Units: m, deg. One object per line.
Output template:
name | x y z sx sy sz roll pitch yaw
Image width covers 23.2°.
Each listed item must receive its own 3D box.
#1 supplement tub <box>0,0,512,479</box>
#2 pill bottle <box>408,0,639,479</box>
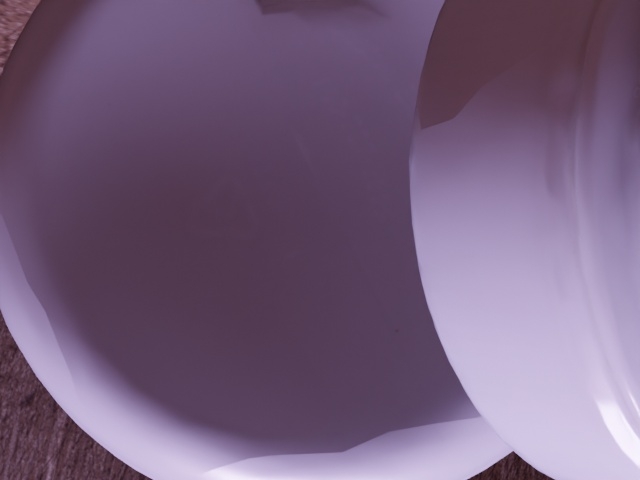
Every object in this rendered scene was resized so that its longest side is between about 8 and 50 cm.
supplement tub | 0.000 0.000 0.679 0.235 0.235 0.325 12 171 3
pill bottle | 0.216 -0.014 0.310 0.224 0.224 0.392 19 169 -38
